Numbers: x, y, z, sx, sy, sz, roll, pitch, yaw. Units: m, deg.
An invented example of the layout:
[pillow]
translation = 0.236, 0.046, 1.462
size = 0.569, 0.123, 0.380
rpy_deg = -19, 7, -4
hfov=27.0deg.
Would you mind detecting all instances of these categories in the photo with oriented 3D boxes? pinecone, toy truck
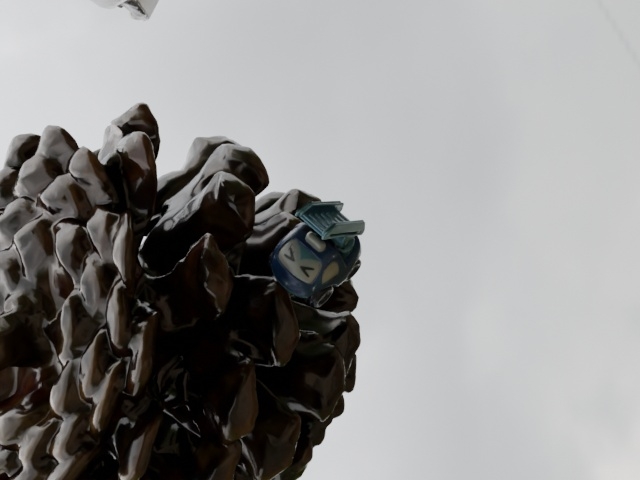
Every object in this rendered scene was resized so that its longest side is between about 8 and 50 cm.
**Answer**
[pinecone]
translation = -0.144, 0.076, 1.164
size = 0.397, 0.397, 0.398
rpy_deg = 8, -101, -44
[toy truck]
translation = 0.000, 0.000, 1.004
size = 0.056, 0.090, 0.073
rpy_deg = 40, -120, 17

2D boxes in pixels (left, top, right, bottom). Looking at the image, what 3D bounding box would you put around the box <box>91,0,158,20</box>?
[box]
translation = -0.195, -0.280, 0.733
size = 0.332, 0.145, 0.173
rpy_deg = 31, -89, -16
